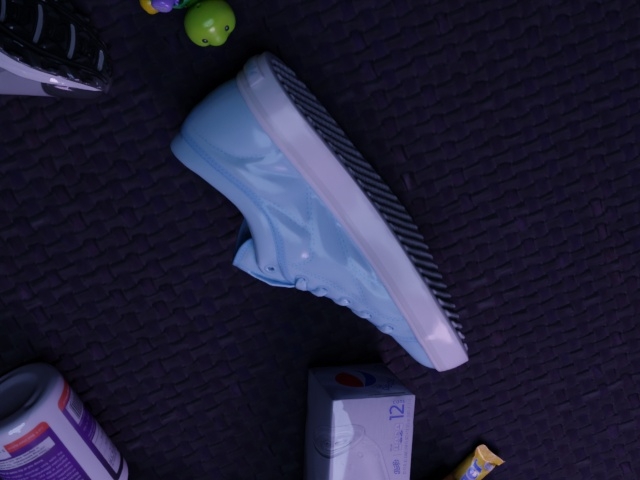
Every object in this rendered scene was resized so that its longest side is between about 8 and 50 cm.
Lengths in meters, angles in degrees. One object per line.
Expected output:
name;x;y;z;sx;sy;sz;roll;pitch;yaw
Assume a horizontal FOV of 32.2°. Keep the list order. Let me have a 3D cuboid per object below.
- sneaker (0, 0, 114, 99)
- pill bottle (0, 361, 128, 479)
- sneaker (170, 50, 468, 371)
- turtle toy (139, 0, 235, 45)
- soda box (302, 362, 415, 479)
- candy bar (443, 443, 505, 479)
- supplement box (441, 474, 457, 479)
sneaker;-0.309;-0.166;0.930;0.271;0.100;0.108;11;139;-19
pill bottle;-0.264;0.227;1.126;0.108;0.108;0.193;-26;119;4
sneaker;0.000;0.000;1.052;0.150;0.135;0.366;-32;110;16
turtle toy;-0.116;-0.224;0.937;0.095;0.066;0.130;-30;118;6
soda box;0.035;0.280;1.172;0.091;0.098;0.286;-1;105;-17
candy bar;0.146;0.298;1.287;0.040;0.018;0.161;36;106;-24
supplement box;0.188;0.373;1.288;0.078;0.080;0.233;-35;125;6
